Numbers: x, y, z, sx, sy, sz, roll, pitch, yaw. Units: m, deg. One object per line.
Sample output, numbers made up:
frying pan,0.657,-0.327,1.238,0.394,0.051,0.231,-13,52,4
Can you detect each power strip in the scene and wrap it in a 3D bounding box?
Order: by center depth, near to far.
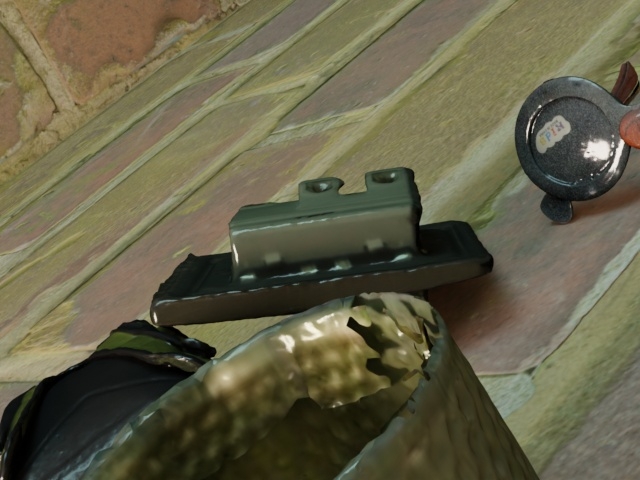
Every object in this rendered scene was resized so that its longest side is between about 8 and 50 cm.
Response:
power strip,0.000,-0.001,1.152,0.256,0.092,0.251,-7,14,2

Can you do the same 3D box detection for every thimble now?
thimble,-0.008,0.158,0.768,0.270,0.150,0.271,-29,17,10

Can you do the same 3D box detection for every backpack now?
backpack,-0.153,0.151,1.060,0.207,0.140,0.253,-31,20,-11

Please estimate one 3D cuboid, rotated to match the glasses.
glasses,0.309,-0.115,1.194,0.234,0.118,0.268,-22,-1,35
